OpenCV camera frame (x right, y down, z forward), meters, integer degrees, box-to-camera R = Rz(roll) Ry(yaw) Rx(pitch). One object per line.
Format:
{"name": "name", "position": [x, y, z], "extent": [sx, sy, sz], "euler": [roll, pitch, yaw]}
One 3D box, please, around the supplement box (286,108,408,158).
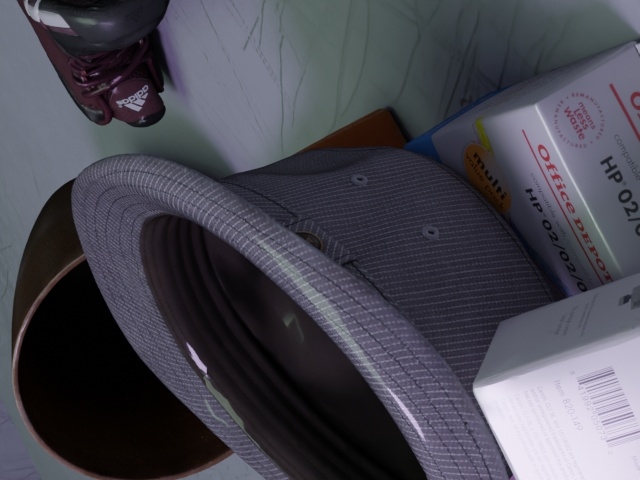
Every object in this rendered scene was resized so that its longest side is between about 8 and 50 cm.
{"name": "supplement box", "position": [0.000, 0.000, 1.048], "extent": [0.078, 0.080, 0.233], "euler": [59, 162, 7]}

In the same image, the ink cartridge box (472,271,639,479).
{"name": "ink cartridge box", "position": [0.175, 0.062, 0.652], "extent": [0.198, 0.067, 0.115], "euler": [-21, 104, 24]}

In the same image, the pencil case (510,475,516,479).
{"name": "pencil case", "position": [0.040, 0.129, 1.074], "extent": [0.284, 0.124, 0.124], "euler": [9, 127, 63]}

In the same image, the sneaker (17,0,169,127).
{"name": "sneaker", "position": [-0.139, -0.141, 1.168], "extent": [0.162, 0.106, 0.281], "euler": [64, 170, -27]}

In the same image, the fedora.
{"name": "fedora", "position": [0.016, 0.035, 0.808], "extent": [0.275, 0.124, 0.244], "euler": [30, 150, 39]}

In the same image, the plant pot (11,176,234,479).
{"name": "plant pot", "position": [-0.153, 0.040, 1.321], "extent": [0.230, 0.215, 0.215], "euler": [-126, 16, -59]}

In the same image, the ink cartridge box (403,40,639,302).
{"name": "ink cartridge box", "position": [0.118, -0.023, 0.758], "extent": [0.104, 0.061, 0.181], "euler": [61, 160, -6]}
